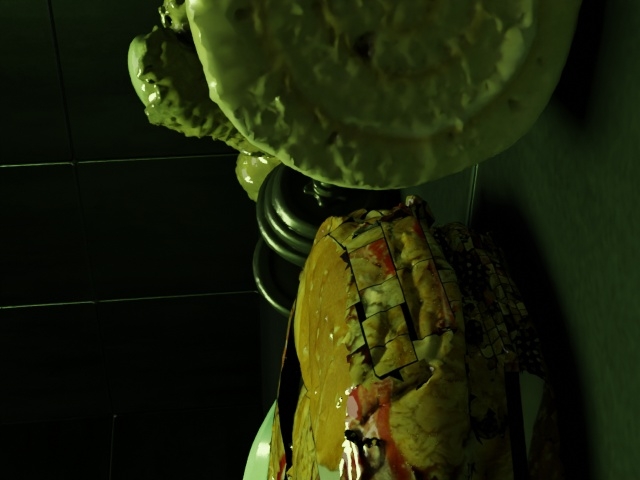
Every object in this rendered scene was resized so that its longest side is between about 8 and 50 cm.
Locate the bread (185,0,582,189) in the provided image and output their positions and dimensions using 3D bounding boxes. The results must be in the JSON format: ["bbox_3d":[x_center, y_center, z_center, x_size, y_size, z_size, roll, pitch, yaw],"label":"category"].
[{"bbox_3d":[0.015,-0.110,0.360,0.141,0.133,0.148,-105,23,-61],"label":"bread"}]

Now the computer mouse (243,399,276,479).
[{"bbox_3d":[-0.005,0.222,0.871,0.159,0.097,0.288,-51,-20,-46],"label":"computer mouse"}]

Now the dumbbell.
[{"bbox_3d":[0.000,0.000,0.733,0.208,0.099,0.099,98,167,-59],"label":"dumbbell"}]

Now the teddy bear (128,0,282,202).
[{"bbox_3d":[-0.054,-0.188,0.890,0.267,0.156,0.256,34,-138,-59],"label":"teddy bear"}]

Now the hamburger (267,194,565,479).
[{"bbox_3d":[0.035,0.098,0.454,0.231,0.106,0.231,-176,90,-84],"label":"hamburger"}]
